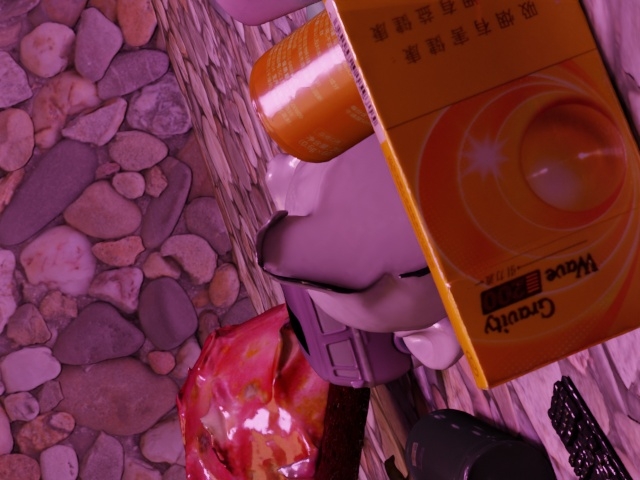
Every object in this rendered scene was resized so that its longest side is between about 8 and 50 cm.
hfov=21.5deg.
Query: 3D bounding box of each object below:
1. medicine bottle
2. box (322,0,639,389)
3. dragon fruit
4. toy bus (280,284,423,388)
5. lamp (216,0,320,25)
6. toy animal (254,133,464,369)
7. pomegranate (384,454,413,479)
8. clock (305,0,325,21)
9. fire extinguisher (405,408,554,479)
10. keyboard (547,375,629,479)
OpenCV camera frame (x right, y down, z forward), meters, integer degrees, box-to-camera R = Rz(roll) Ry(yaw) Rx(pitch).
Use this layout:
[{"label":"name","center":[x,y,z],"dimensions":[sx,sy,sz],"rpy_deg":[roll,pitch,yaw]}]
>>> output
[{"label":"medicine bottle","center":[0.043,-0.135,1.198],"dimensions":[0.192,0.096,0.096],"rpy_deg":[-30,79,38]},{"label":"box","center":[0.120,-0.057,1.065],"dimensions":[0.043,0.152,0.269],"rpy_deg":[146,104,-84]},{"label":"dragon fruit","center":[-0.060,0.235,2.163],"dimensions":[0.386,0.249,0.370],"rpy_deg":[-24,-62,-78]},{"label":"toy bus","center":[0.033,0.059,1.878],"dimensions":[0.142,0.142,0.202],"rpy_deg":[-128,18,-59]},{"label":"lamp","center":[-0.024,-0.329,1.199],"dimensions":[0.247,0.247,0.301],"rpy_deg":[-12,108,50]},{"label":"toy animal","center":[0.074,0.002,1.437],"dimensions":[0.258,0.194,0.357],"rpy_deg":[29,173,17]},{"label":"pomegranate","center":[0.106,0.409,2.016],"dimensions":[0.260,0.261,0.340],"rpy_deg":[79,-170,-50]},{"label":"clock","center":[0.048,-0.148,1.567],"dimensions":[0.148,0.060,0.188],"rpy_deg":[81,164,-52]},{"label":"fire extinguisher","center":[0.149,0.236,1.740],"dimensions":[0.311,0.095,0.114],"rpy_deg":[-160,80,-79]},{"label":"keyboard","center":[0.245,0.217,1.384],"dimensions":[0.072,0.023,0.231],"rpy_deg":[84,162,-53]}]
